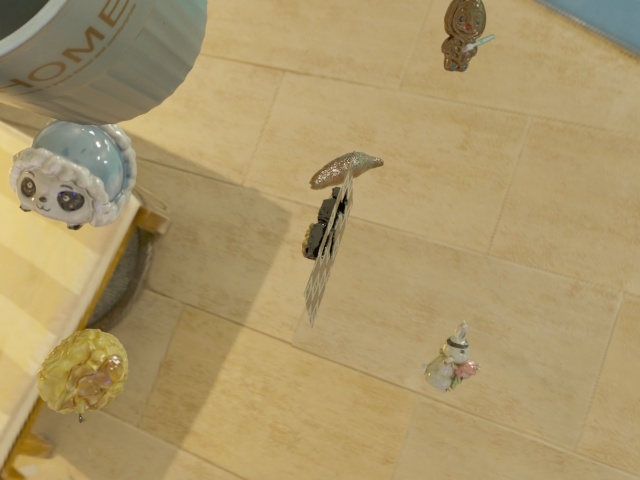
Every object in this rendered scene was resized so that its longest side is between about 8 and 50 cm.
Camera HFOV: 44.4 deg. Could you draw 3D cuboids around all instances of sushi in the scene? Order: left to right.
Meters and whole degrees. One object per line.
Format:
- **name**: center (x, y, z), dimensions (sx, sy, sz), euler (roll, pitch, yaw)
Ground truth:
- **sushi**: center (0.000, 0.000, 1.410), dimensions (0.043, 0.192, 0.279), euler (15, 67, 10)

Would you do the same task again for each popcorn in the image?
- **popcorn**: center (-0.442, 0.251, 1.463), dimensions (0.180, 0.180, 0.170), euler (-34, 68, 11)

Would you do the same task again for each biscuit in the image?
- **biscuit**: center (0.321, -0.463, 1.747), dimensions (0.026, 0.124, 0.174), euler (29, 117, 48)

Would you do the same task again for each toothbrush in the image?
- **toothbrush**: center (0.279, -0.347, 1.374), dimensions (0.014, 0.167, 0.011), euler (-25, 97, 34)

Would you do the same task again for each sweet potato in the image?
- **sweet potato**: center (0.055, -0.172, 1.852), dimensions (0.066, 0.314, 0.072), euler (13, 110, 28)

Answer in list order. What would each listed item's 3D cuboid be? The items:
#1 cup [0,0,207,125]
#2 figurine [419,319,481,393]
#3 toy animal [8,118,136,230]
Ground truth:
- **cup**: center (-0.239, -0.273, 0.686), dimensions (0.257, 0.311, 0.331), euler (22, 91, 6)
- **figurine**: center (0.286, 0.244, 1.636), dimensions (0.146, 0.098, 0.081), euler (-53, 22, 20)
- **toy animal**: center (-0.457, -0.135, 1.440), dimensions (0.208, 0.156, 0.204), euler (22, 48, 5)
